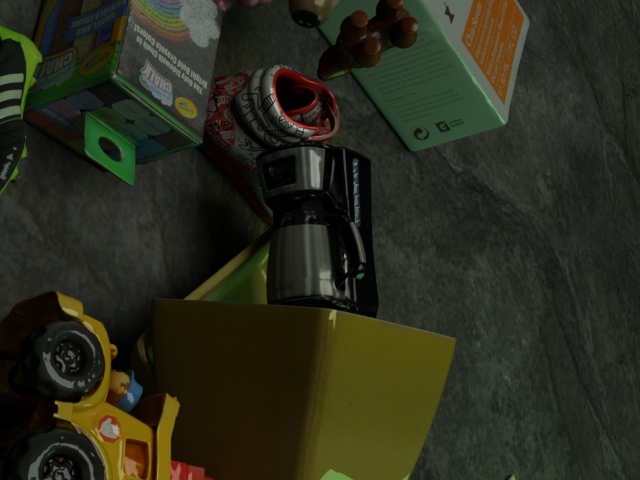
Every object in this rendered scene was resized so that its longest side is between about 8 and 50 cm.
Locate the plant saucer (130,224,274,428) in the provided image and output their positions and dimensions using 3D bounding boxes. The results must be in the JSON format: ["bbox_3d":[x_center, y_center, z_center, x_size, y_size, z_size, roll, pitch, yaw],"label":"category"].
[{"bbox_3d":[-0.060,0.179,1.352,0.333,0.081,0.333,-42,112,-53],"label":"plant saucer"}]

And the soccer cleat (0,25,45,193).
[{"bbox_3d":[-0.296,-0.117,1.143,0.072,0.060,0.179,28,49,-36],"label":"soccer cleat"}]

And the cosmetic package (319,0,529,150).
[{"bbox_3d":[0.096,-0.363,1.700,0.453,0.161,0.230,49,42,-33],"label":"cosmetic package"}]

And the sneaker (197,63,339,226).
[{"bbox_3d":[-0.024,-0.095,1.443,0.270,0.145,0.090,43,46,-39],"label":"sneaker"}]

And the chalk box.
[{"bbox_3d":[-0.194,-0.155,1.233,0.132,0.132,0.213,38,50,-44],"label":"chalk box"}]

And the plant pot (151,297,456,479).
[{"bbox_3d":[-0.024,0.163,1.175,0.212,0.212,0.187,16,78,-52],"label":"plant pot"}]

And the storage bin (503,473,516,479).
[{"bbox_3d":[0.183,0.471,1.559,0.260,0.123,0.262,-38,110,-54],"label":"storage bin"}]

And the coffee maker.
[{"bbox_3d":[0.000,0.000,1.351,0.171,0.120,0.178,49,37,-70],"label":"coffee maker"}]

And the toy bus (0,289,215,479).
[{"bbox_3d":[-0.184,0.175,1.068,0.211,0.149,0.220,18,61,-32],"label":"toy bus"}]

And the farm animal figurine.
[{"bbox_3d":[-0.018,-0.335,1.406,0.330,0.172,0.327,33,79,-3],"label":"farm animal figurine"}]
